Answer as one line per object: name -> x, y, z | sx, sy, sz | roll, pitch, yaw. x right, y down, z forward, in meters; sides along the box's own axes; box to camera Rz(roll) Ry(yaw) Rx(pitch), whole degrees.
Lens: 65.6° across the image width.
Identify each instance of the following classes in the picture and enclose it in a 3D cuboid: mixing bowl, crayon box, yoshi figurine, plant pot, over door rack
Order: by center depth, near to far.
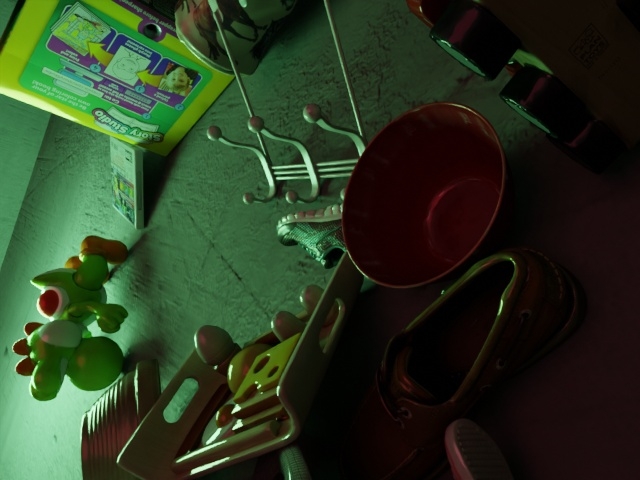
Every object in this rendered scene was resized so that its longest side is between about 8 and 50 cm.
mixing bowl -> 0.119, -0.033, 0.493 | 0.181, 0.098, 0.182 | -19, 63, 42
over door rack -> -0.059, -0.203, 0.657 | 0.239, 0.108, 0.325 | 5, 109, 47
plant pot -> -0.279, 0.300, 0.719 | 0.237, 0.109, 0.238 | 174, 90, -71
crayon box -> -0.384, -0.348, 0.956 | 0.313, 0.362, 0.106 | -35, 52, 33
yoshi figurine -> -0.490, 0.176, 1.064 | 0.202, 0.204, 0.362 | -8, 46, 3

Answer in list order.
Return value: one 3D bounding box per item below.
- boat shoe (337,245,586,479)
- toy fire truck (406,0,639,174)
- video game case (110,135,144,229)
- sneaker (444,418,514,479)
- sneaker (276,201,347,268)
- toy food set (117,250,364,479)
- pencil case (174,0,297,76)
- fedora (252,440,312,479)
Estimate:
boat shoe -> 0.094, 0.126, 0.456 | 0.307, 0.104, 0.111 | -56, 44, 17
toy fire truck -> 0.174, -0.206, 0.428 | 0.158, 0.217, 0.246 | -54, 29, 19
video game case -> -0.456, -0.142, 1.168 | 0.201, 0.023, 0.184 | 29, 119, 48
sneaker -> 0.126, 0.213, 0.401 | 0.070, 0.051, 0.134 | -38, 84, 42
sneaker -> 0.000, 0.000, 0.641 | 0.166, 0.065, 0.076 | -11, 72, 47
toy food set -> -0.094, 0.141, 0.579 | 0.306, 0.092, 0.220 | -35, 15, 35
pencil case -> -0.058, -0.458, 0.787 | 0.410, 0.183, 0.160 | -43, 86, 24
fedora -> 0.002, 0.310, 0.435 | 0.275, 0.124, 0.244 | 147, 135, -75
